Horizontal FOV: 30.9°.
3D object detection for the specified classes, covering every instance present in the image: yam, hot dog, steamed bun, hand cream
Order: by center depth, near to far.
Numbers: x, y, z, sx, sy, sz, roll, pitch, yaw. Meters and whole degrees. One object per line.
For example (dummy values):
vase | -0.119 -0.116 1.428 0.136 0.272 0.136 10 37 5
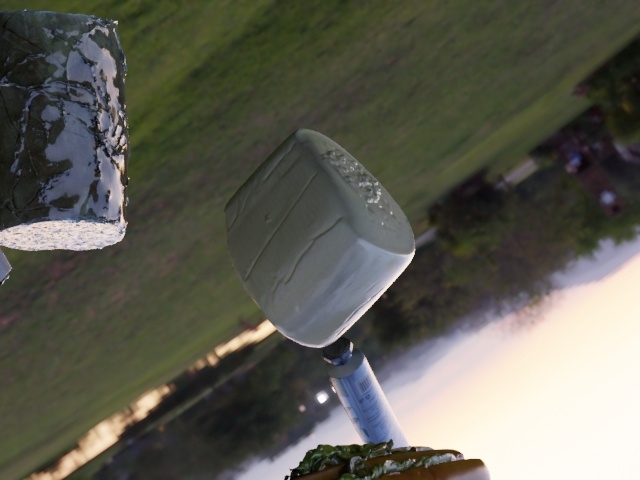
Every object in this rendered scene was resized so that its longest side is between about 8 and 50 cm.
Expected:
hot dog | 0.071 0.291 1.367 0.337 0.100 0.135 -1 -172 -45
steamed bun | 0.000 0.000 1.389 0.154 0.250 0.200 23 117 -37
yam | -0.381 -0.162 1.622 0.240 0.348 0.241 -8 174 -1
hand cream | 0.073 0.248 1.645 0.058 0.271 0.091 -7 -142 29

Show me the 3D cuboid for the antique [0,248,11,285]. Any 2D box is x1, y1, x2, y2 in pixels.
antique | -0.573 0.022 1.747 0.146 0.152 0.148 6 -136 30
